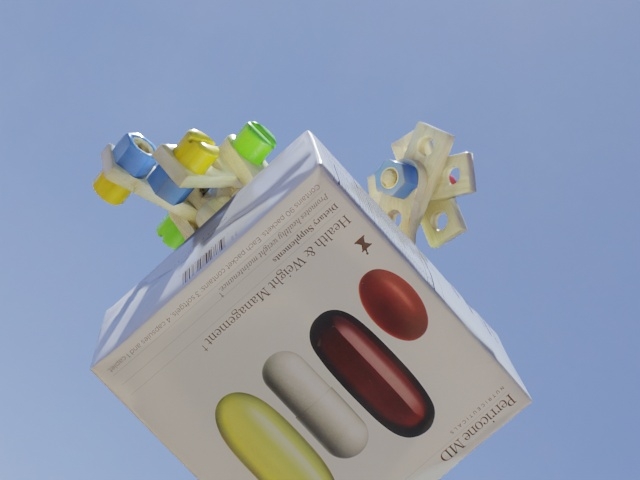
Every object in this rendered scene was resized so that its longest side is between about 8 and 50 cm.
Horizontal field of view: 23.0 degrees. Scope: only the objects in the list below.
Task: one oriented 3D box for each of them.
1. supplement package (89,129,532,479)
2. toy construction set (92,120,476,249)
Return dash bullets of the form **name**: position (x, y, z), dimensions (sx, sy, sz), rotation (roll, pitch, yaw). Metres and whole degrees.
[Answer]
- **supplement package**: position (-0.008, 0.073, 1.031), dimensions (0.203, 0.194, 0.149), rotation (47, 6, -12)
- **toy construction set**: position (0.000, 0.000, 1.229), dimensions (0.215, 0.328, 0.151), rotation (53, -51, 30)
